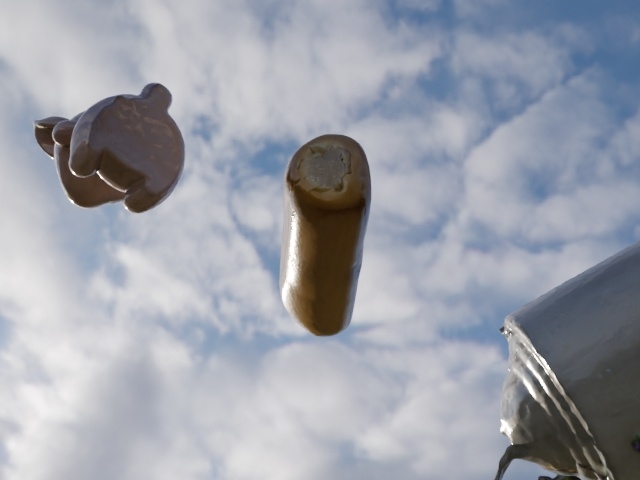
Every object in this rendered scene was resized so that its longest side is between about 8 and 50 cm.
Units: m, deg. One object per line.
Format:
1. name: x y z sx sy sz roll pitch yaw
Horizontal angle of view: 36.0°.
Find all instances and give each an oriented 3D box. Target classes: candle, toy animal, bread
1. candle: 0.237 0.116 0.793 0.330 0.187 0.187 -30 -45 1
2. toy animal: -0.207 -0.079 0.956 0.124 0.124 0.212 28 -15 -25
3. bread: 0.000 0.000 0.905 0.074 0.092 0.239 -3 -34 -6
